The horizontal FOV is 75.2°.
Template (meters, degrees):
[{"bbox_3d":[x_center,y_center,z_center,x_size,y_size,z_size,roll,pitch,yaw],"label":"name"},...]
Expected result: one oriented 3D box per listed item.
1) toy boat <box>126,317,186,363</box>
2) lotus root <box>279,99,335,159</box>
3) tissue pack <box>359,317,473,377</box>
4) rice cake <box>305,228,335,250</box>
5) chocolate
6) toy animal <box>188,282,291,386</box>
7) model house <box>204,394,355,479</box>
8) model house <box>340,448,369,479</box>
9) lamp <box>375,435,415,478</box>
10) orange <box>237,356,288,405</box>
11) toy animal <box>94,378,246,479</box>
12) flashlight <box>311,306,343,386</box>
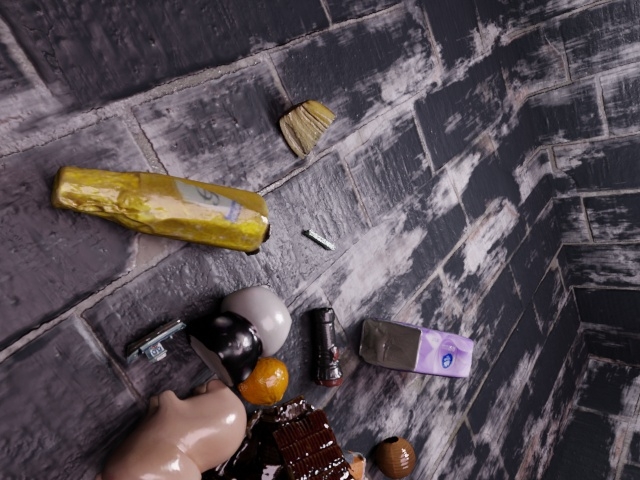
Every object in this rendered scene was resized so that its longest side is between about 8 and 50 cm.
[{"bbox_3d":[-0.365,0.232,0.931,0.140,0.059,0.066,-31,92,-36],"label":"toy boat"},{"bbox_3d":[-0.041,-0.344,1.225,0.159,0.095,0.135,-39,115,9],"label":"lotus root"},{"bbox_3d":[0.328,0.372,1.426,0.339,0.242,0.160,19,77,-39],"label":"tissue pack"},{"bbox_3d":[0.000,0.000,1.288,0.121,0.022,0.021,33,68,-37],"label":"rice cake"},{"bbox_3d":[-0.328,-0.064,0.913,0.446,0.162,0.161,9,83,-39],"label":"chocolate"},{"bbox_3d":[-0.184,0.219,1.015,0.187,0.165,0.235,51,51,-3],"label":"toy animal"},{"bbox_3d":[-0.106,0.560,0.996,0.317,0.283,0.296,1,84,-36],"label":"model house"},{"bbox_3d":[0.035,0.732,1.229,0.301,0.190,0.271,29,65,-54],"label":"model house"},{"bbox_3d":[0.257,0.744,1.424,0.137,0.136,0.136,1,88,-42],"label":"lamp"},{"bbox_3d":[-0.147,0.364,1.069,0.136,0.117,0.135,-19,141,-16],"label":"orange"},{"bbox_3d":[-0.305,0.459,0.895,0.327,0.237,0.269,-6,65,-39],"label":"toy animal"},{"bbox_3d":[0.020,0.318,1.257,0.093,0.093,0.231,-2,90,-42],"label":"flashlight"}]
